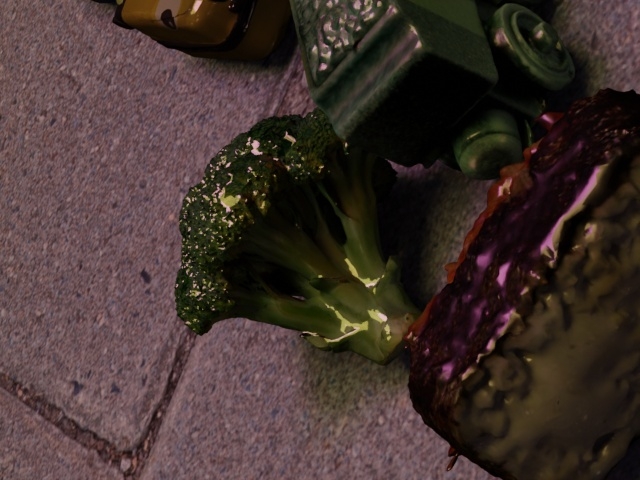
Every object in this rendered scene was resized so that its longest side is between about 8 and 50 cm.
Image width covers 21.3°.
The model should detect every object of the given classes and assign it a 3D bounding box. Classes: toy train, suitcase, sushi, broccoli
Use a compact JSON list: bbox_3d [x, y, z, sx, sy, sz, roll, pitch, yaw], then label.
[{"bbox_3d":[0.098,-0.197,1.550,0.167,0.238,0.299,-46,40,32],"label":"toy train"},{"bbox_3d":[-0.116,-0.306,1.961,0.235,0.143,0.193,14,83,55],"label":"suitcase"},{"bbox_3d":[0.200,0.054,1.352,0.343,0.196,0.182,-57,18,6],"label":"sushi"},{"bbox_3d":[0.000,0.000,1.610,0.269,0.254,0.269,19,120,36],"label":"broccoli"}]

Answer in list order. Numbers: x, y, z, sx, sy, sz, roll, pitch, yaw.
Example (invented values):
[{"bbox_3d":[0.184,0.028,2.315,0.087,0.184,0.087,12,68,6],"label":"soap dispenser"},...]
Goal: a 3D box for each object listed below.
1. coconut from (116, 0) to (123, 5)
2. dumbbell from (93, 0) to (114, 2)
[{"bbox_3d":[-0.217,-0.315,2.148,0.088,0.096,0.088,-30,14,9],"label":"coconut"},{"bbox_3d":[-0.271,-0.477,2.253,0.144,0.156,0.316,35,102,23],"label":"dumbbell"}]
